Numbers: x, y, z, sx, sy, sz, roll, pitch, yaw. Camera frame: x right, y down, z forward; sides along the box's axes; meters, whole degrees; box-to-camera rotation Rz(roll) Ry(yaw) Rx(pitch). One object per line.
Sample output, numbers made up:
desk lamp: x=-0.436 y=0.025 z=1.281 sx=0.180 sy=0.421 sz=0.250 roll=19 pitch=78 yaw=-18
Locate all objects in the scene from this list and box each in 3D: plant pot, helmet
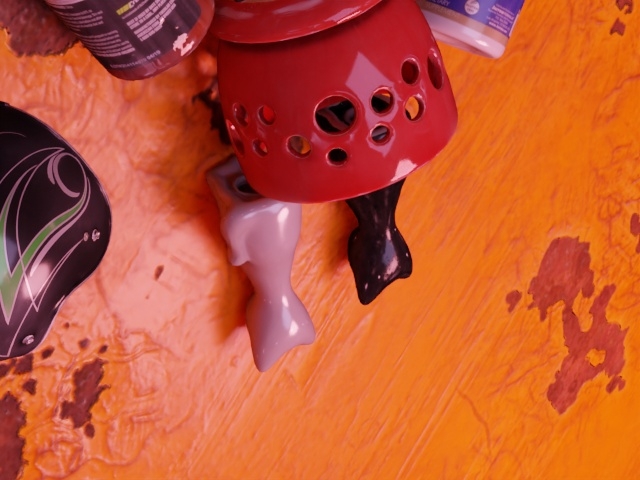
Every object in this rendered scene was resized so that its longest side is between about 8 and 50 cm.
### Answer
plant pot: x=0.004 y=-0.149 z=1.109 sx=0.191 sy=0.191 sz=0.174 roll=-36 pitch=127 yaw=-25
helmet: x=-0.247 y=0.001 z=0.968 sx=0.161 sy=0.169 sz=0.169 roll=-55 pitch=138 yaw=-31

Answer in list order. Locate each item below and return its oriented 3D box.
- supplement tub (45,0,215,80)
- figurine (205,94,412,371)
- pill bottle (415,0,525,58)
supplement tub: x=-0.167 y=-0.214 z=0.981 sx=0.106 sy=0.106 sz=0.198 roll=-51 pitch=134 yaw=-13
figurine: x=0.000 y=0.000 z=1.254 sx=0.215 sy=0.092 sz=0.209 roll=-32 pitch=132 yaw=-27
pill bottle: x=0.149 y=-0.271 z=1.240 sx=0.112 sy=0.112 sz=0.187 roll=17 pitch=97 yaw=-45
